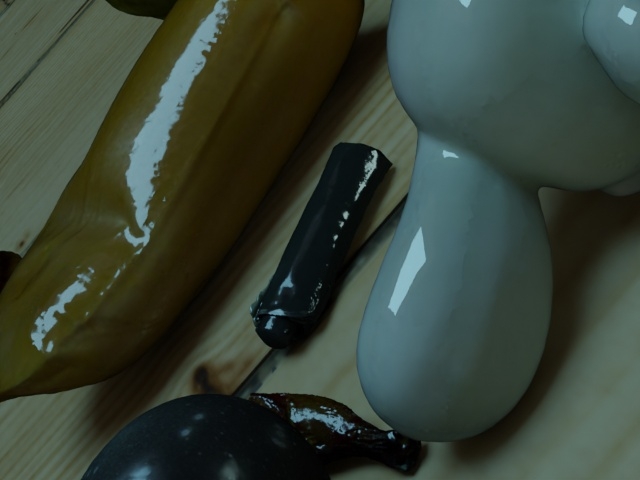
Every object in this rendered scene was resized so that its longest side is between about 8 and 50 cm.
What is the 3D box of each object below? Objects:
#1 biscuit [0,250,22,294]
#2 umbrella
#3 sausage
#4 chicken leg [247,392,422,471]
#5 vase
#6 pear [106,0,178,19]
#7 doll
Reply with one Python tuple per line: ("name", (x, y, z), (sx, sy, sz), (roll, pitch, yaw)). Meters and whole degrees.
("biscuit", (-0.332, 0.086, 0.994), (0.220, 0.066, 0.220), (-39, 25, 22))
("umbrella", (0.001, 0.000, 0.644), (0.036, 0.031, 0.133), (-14, 43, 51))
("sausage", (-0.094, -0.042, 0.754), (0.134, 0.116, 0.354), (17, 70, 46))
("chicken leg", (-0.017, 0.098, 0.537), (0.145, 0.037, 0.062), (-32, 53, 31))
("vase", (-0.008, 0.117, 0.427), (0.183, 0.120, 0.120), (-3, 50, 37))
("pear", (-0.092, -0.314, 0.958), (0.269, 0.269, 0.321), (-26, 23, 38))
("doll", (0.160, -0.132, 0.447), (0.365, 0.187, 0.376), (-27, 60, 50))
